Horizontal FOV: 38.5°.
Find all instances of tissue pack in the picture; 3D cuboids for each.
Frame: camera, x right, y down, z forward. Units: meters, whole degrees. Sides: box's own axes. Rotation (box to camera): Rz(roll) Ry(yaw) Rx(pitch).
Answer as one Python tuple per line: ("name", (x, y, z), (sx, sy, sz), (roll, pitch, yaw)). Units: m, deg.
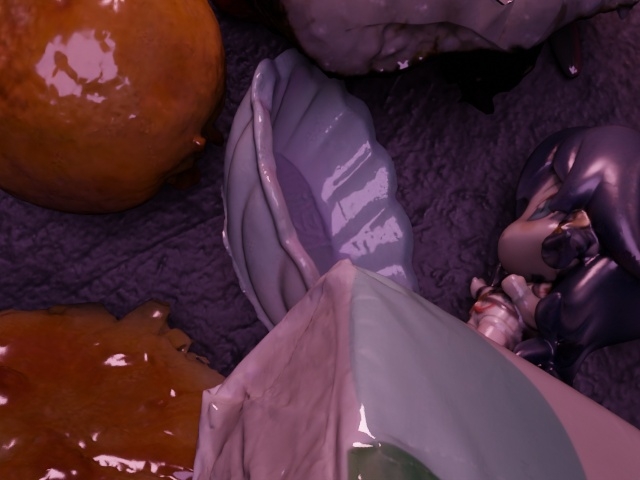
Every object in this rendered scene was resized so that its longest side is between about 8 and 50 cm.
("tissue pack", (0.101, 0.211, 0.536), (0.356, 0.266, 0.194), (31, 126, -22))

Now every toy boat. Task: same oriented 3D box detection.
("toy boat", (0.000, 0.000, 0.721), (0.100, 0.199, 0.290), (-23, 87, 32))

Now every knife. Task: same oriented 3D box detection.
("knife", (0.196, -0.262, 0.831), (0.035, 0.018, 0.247), (-13, 80, 0))

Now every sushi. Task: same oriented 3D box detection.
("sushi", (0.098, -0.231, 0.711), (0.349, 0.207, 0.234), (-17, 116, -16))

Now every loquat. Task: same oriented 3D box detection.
("loquat", (-0.187, -0.132, 0.711), (0.238, 0.193, 0.238), (2, 77, -7))

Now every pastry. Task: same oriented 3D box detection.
("pastry", (-0.202, 0.169, 0.628), (0.330, 0.329, 0.136), (11, 122, 0))

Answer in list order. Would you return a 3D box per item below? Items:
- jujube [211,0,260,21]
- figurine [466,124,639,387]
("jujube", (-0.037, -0.224, 0.790), (0.129, 0.077, 0.077), (7, 82, -12))
("figurine", (0.196, 0.039, 0.705), (0.197, 0.175, 0.265), (26, 83, -25))
